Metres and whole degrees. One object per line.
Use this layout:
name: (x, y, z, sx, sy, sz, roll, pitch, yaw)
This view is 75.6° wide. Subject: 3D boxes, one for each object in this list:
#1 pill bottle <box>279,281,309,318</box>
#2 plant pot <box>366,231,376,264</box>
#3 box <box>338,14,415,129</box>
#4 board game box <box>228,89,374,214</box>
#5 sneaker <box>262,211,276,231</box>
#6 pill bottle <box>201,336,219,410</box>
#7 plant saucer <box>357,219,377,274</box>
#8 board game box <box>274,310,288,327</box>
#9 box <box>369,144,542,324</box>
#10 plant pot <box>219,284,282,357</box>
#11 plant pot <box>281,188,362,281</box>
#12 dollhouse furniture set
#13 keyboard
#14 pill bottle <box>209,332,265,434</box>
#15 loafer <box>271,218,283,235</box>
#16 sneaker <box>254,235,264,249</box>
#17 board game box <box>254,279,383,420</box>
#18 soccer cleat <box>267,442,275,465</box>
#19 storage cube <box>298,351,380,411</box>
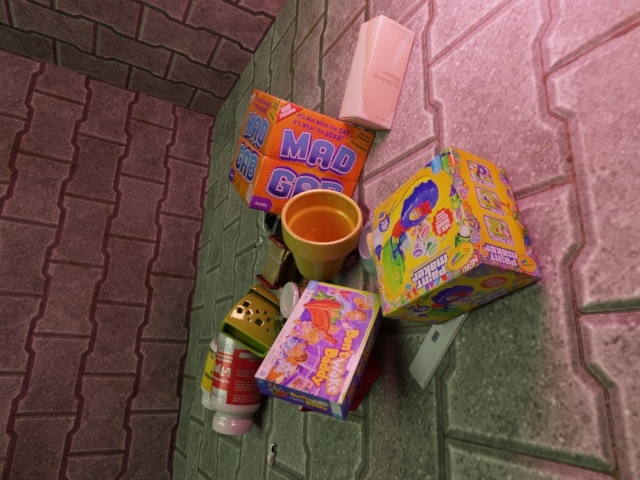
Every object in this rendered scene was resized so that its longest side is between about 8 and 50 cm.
pill bottle: (-0.018, 0.206, 1.361, 0.119, 0.208, 0.119, -29, 56, 55)
plant pot: (0.201, 0.022, 1.135, 0.095, 0.134, 0.134, -26, 53, 22)
box: (0.179, -0.527, 1.331, 0.121, 0.147, 0.312, 23, 102, 61)
board game box: (-0.089, -0.302, 1.515, 0.356, 0.355, 0.357, 46, 120, 57)
sneaker: (-0.256, -0.131, 2.073, 0.074, 0.063, 0.171, -10, 76, 60)
pill bottle: (-0.498, 0.675, 2.095, 0.188, 0.187, 0.334, 29, 106, 60)
plant saucer: (0.163, 0.008, 1.282, 0.195, 0.037, 0.195, -29, 56, 54)
board game box: (-0.096, 0.316, 1.502, 0.048, 0.141, 0.170, -44, 3, -16)
box: (0.275, 0.004, 0.920, 0.290, 0.176, 0.280, -44, 42, 47)
plant pot: (-0.254, 0.319, 1.675, 0.207, 0.227, 0.228, -58, 3, -28)
plant pot: (0.000, 0.000, 1.360, 0.239, 0.253, 0.254, 94, 165, -48)
dollhouse furniture set: (-0.078, 0.145, 1.603, 0.374, 0.152, 0.202, 35, 112, 41)
keyboard: (0.287, 0.240, 1.003, 0.256, 0.014, 0.072, -68, 25, 19)
pill bottle: (-0.363, 0.618, 1.826, 0.229, 0.228, 0.409, -8, 74, 60)
loafer: (-0.180, 0.011, 1.875, 0.078, 0.076, 0.224, -2, 83, 56)
sneaker: (-0.324, 0.013, 2.170, 0.083, 0.036, 0.032, -68, 28, 16)
board game box: (0.015, 0.271, 1.102, 0.347, 0.233, 0.078, -58, -32, -44)
soccer cleat: (-0.194, 0.854, 1.644, 0.035, 0.029, 0.084, -30, 50, 59)
storage cube: (0.029, 0.377, 1.233, 0.184, 0.193, 0.215, -64, 31, 25)
